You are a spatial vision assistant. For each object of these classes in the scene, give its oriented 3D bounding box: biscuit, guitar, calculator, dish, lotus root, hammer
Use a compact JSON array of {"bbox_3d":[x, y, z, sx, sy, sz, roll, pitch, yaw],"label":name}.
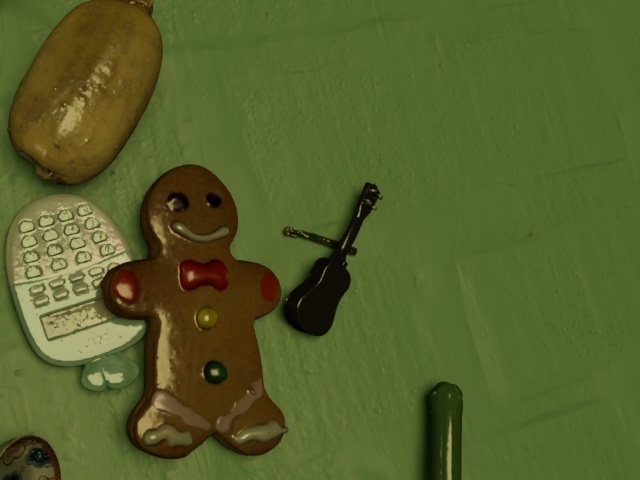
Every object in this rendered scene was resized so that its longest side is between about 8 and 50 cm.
[{"bbox_3d":[-0.174,0.096,1.455,0.282,0.064,0.432,4,77,-34],"label":"biscuit"},{"bbox_3d":[0.034,0.023,1.577,0.084,0.038,0.271,44,68,-38],"label":"guitar"},{"bbox_3d":[-0.342,0.075,1.432,0.184,0.042,0.295,-18,83,-25],"label":"calculator"},{"bbox_3d":[-0.418,0.327,1.330,0.141,0.078,0.141,-3,90,-66],"label":"dish"},{"bbox_3d":[-0.321,-0.239,1.447,0.169,0.151,0.343,29,72,-15],"label":"lotus root"},{"bbox_3d":[0.186,0.385,1.553,0.206,0.119,0.336,11,68,-20],"label":"hammer"}]

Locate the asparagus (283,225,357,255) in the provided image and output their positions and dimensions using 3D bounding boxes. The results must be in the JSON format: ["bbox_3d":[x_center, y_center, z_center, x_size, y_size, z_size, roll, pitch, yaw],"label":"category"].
[{"bbox_3d":[0.000,0.000,1.602,0.127,0.015,0.018,17,73,-18],"label":"asparagus"}]
